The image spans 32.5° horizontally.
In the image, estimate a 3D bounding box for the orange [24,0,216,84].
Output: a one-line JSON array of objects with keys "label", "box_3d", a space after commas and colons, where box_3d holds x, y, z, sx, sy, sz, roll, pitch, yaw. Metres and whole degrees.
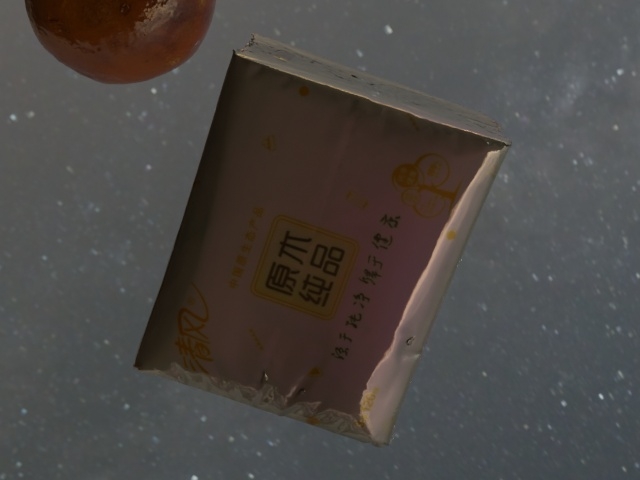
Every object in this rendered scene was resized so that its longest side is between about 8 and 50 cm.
[{"label": "orange", "box_3d": [-0.287, -0.362, 1.559, 0.284, 0.226, 0.284, 2, -82, 16]}]

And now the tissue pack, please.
[{"label": "tissue pack", "box_3d": [0.000, 0.000, 0.739, 0.124, 0.185, 0.225, -76, -174, -72]}]
